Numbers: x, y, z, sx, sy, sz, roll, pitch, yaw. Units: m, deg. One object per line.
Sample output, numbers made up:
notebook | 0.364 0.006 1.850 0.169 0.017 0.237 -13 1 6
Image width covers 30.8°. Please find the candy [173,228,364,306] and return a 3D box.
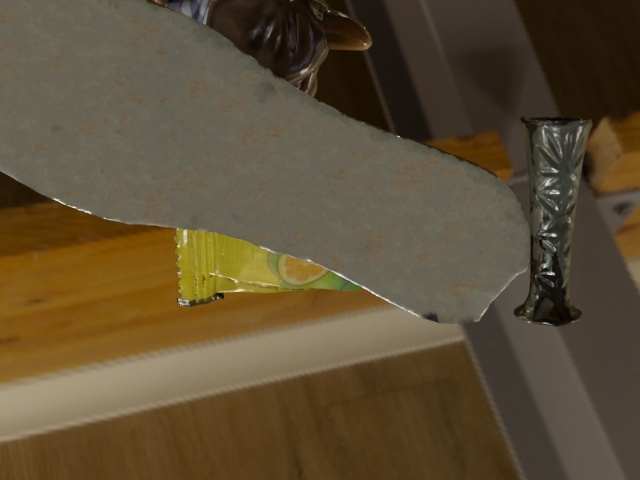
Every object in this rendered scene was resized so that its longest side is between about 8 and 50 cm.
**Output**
candy | 0.000 0.000 1.185 0.297 0.187 0.081 -6 -136 -9

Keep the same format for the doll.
doll | -0.096 -0.231 1.446 0.209 0.339 0.318 -46 -74 -11

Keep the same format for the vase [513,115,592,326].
vase | 0.189 -0.017 0.950 0.059 0.059 0.167 -1 -80 -14

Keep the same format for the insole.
insole | -0.025 -0.027 0.345 0.197 0.004 0.065 20 -100 -13
